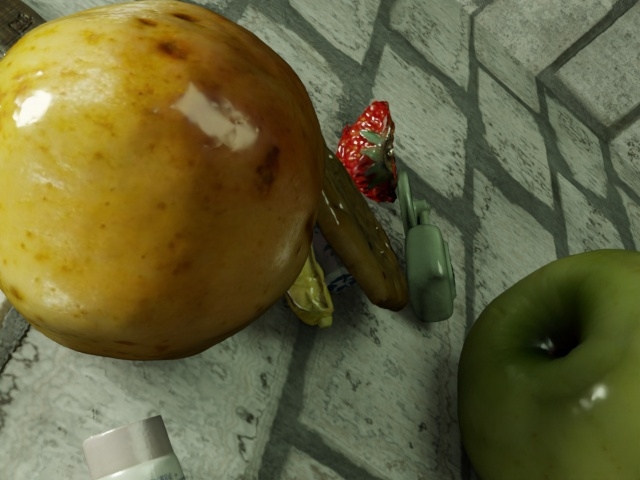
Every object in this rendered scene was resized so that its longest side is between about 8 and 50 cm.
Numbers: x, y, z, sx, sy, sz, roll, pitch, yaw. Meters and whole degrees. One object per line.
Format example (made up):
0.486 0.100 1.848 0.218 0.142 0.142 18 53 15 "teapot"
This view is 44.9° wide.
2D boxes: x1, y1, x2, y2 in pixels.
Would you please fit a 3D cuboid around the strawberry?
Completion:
0.087 -0.165 1.460 0.236 0.111 0.190 -52 137 -78 "strawberry"

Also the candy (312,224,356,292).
0.000 0.000 1.220 0.092 0.073 0.160 8 50 -54 "candy"

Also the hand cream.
-0.155 0.300 0.754 0.133 0.083 0.248 -4 70 -50 "hand cream"

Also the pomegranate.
-0.202 -0.063 0.799 0.410 0.410 0.410 30 38 -26 "pomegranate"

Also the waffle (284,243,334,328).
-0.061 -0.027 1.056 0.283 0.065 0.309 77 -13 -48 "waffle"

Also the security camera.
0.184 -0.001 1.375 0.157 0.080 0.302 69 13 -47 "security camera"

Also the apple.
0.440 0.246 1.152 0.473 0.473 0.474 30 38 -26 "apple"

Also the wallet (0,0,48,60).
-0.475 -0.321 1.027 0.230 0.042 0.124 37 38 -16 "wallet"

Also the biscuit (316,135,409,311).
0.035 -0.051 1.153 0.359 0.046 0.359 56 10 -15 "biscuit"
